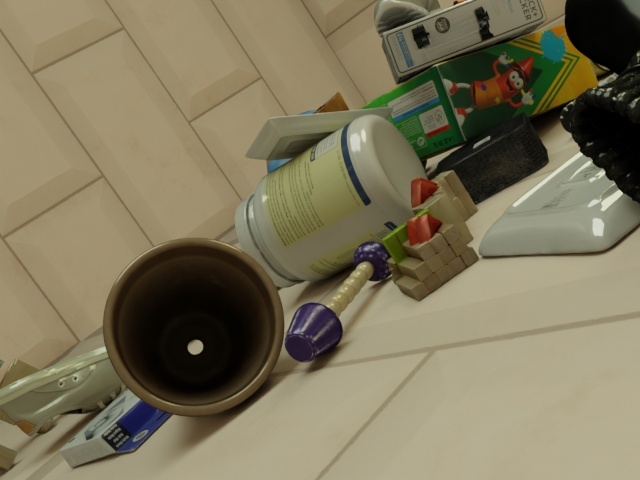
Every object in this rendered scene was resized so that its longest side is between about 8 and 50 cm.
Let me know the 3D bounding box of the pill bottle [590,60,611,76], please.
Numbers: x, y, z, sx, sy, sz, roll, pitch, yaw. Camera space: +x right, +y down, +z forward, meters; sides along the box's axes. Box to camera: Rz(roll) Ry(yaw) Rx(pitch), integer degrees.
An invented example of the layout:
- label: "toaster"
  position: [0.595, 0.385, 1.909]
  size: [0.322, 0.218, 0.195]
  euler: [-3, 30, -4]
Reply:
- label: "pill bottle"
  position: [0.574, -0.401, 1.804]
  size: [0.103, 0.103, 0.184]
  euler: [-38, 10, -23]

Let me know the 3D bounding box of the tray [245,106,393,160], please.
- label: "tray"
  position: [0.002, -0.197, 1.570]
  size: [0.270, 0.030, 0.145]
  euler: [-10, -20, -28]

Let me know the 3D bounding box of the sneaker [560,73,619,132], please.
- label: "sneaker"
  position: [0.502, -0.250, 1.394]
  size: [0.191, 0.071, 0.083]
  euler: [-24, 7, 45]

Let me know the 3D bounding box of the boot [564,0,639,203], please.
- label: "boot"
  position: [0.366, -0.191, 0.960]
  size: [0.260, 0.131, 0.348]
  euler: [-36, 43, -18]

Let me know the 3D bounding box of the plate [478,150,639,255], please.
- label: "plate"
  position: [0.358, -0.075, 1.052]
  size: [0.278, 0.045, 0.277]
  euler: [-36, 10, -17]

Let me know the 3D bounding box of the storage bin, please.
- label: "storage bin"
  position: [0.302, -0.140, 1.453]
  size: [0.180, 0.084, 0.122]
  euler: [-31, 9, 21]

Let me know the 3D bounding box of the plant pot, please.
- label: "plant pot"
  position: [-0.193, 0.150, 1.283]
  size: [0.263, 0.263, 0.229]
  euler: [-36, -10, -16]

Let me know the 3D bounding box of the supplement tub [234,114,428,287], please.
- label: "supplement tub"
  position: [0.023, -0.064, 1.548]
  size: [0.325, 0.235, 0.235]
  euler: [-28, 11, 28]

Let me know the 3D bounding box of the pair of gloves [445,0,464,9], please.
- label: "pair of gloves"
  position: [0.274, -0.449, 1.532]
  size: [0.074, 0.010, 0.083]
  euler: [-21, 5, -10]

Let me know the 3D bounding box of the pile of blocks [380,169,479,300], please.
- label: "pile of blocks"
  position: [0.156, -0.027, 1.284]
  size: [0.149, 0.112, 0.362]
  euler: [-31, 9, 18]

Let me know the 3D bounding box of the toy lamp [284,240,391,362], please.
- label: "toy lamp"
  position: [0.029, 0.092, 1.231]
  size: [0.080, 0.080, 0.275]
  euler: [-27, 9, 36]

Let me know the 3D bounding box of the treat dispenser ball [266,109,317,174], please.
- label: "treat dispenser ball"
  position: [-0.004, -0.213, 2.247]
  size: [0.288, 0.288, 0.288]
  euler: [-33, 9, 6]

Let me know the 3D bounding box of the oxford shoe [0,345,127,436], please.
- label: "oxford shoe"
  position: [-0.477, 0.298, 1.796]
  size: [0.449, 0.130, 0.169]
  euler: [-22, -3, -36]

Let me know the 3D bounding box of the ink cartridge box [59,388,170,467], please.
- label: "ink cartridge box"
  position: [-0.328, 0.303, 1.458]
  size: [0.224, 0.045, 0.223]
  euler: [-25, 12, 42]

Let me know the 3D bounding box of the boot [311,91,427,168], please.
- label: "boot"
  position: [0.103, -0.227, 1.969]
  size: [0.264, 0.280, 0.096]
  euler: [-37, 10, -21]

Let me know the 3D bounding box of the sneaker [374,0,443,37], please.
- label: "sneaker"
  position: [0.163, -0.470, 1.625]
  size: [0.105, 0.115, 0.281]
  euler: [-19, 4, 24]

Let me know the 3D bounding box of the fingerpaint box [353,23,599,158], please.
- label: "fingerpaint box"
  position: [0.296, -0.284, 1.763]
  size: [0.371, 0.163, 0.445]
  euler: [-23, 3, -27]

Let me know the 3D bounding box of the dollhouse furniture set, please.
- label: "dollhouse furniture set"
  position: [-0.723, 0.392, 1.881]
  size: [0.161, 0.212, 0.242]
  euler: [-24, 40, 55]

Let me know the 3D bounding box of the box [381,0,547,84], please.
- label: "box"
  position: [0.267, -0.395, 1.562]
  size: [0.290, 0.087, 0.169]
  euler: [-21, 4, 4]
